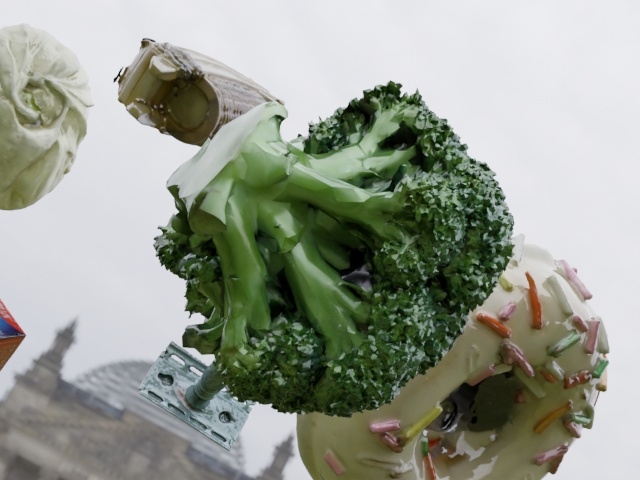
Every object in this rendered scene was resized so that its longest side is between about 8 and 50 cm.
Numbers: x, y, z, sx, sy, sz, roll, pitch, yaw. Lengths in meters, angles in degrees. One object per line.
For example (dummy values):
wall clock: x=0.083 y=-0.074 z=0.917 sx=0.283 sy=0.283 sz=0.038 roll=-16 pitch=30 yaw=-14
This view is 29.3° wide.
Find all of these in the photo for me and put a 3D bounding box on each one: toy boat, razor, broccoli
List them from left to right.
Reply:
toy boat: x=-0.122 y=-0.149 z=1.377 sx=0.115 sy=0.089 sz=0.310 roll=40 pitch=12 yaw=22
razor: x=-0.073 y=0.103 z=1.096 sx=0.106 sy=0.068 sz=0.232 roll=34 pitch=-39 yaw=-7
broccoli: x=0.000 y=0.000 z=0.615 sx=0.156 sy=0.195 sz=0.195 roll=41 pitch=-27 yaw=-24

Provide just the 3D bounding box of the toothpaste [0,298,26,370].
toothpaste: x=-0.408 y=0.176 z=1.213 sx=0.076 sy=0.320 sz=0.066 roll=51 pitch=25 yaw=21

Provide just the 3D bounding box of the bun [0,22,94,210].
bun: x=-0.432 y=-0.182 z=1.694 sx=0.259 sy=0.259 sz=0.160 roll=36 pitch=-23 yaw=-20

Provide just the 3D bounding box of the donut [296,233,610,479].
donut: x=0.158 y=0.174 z=1.354 sx=0.382 sy=0.383 sz=0.142 roll=51 pitch=0 yaw=-44
